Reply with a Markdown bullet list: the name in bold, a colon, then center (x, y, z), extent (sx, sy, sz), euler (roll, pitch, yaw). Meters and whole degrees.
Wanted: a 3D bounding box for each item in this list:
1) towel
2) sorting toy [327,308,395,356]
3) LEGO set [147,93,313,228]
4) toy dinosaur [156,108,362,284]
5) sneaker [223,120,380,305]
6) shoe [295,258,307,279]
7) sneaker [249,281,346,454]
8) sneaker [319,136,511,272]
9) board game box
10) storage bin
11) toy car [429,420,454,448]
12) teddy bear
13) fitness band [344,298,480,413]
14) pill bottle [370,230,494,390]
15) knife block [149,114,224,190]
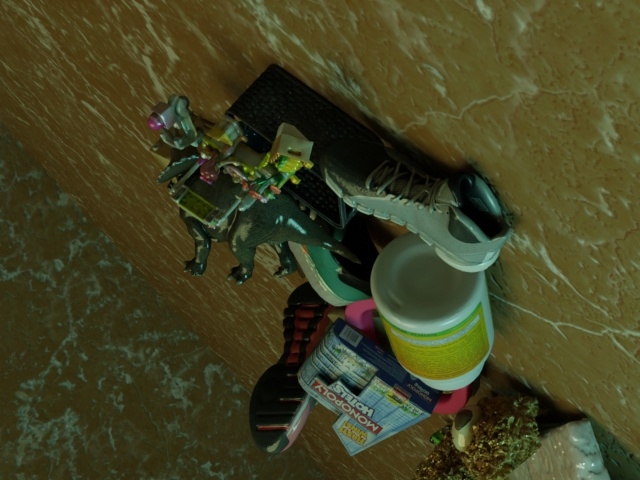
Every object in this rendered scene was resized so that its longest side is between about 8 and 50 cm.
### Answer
- **towel**: center (0.373, 0.433, 1.686), extent (0.317, 0.054, 0.331), euler (127, 127, -74)
- **sorting toy**: center (0.107, 0.146, 1.838), extent (0.275, 0.046, 0.132), euler (-1, 138, 48)
- **LEGO set**: center (-0.102, -0.075, 1.323), extent (0.287, 0.107, 0.132), euler (23, 157, 50)
- **toy dinosaur**: center (-0.101, -0.030, 1.466), extent (0.314, 0.121, 0.160), euler (26, 136, 25)
- **sneaker**: center (-0.010, -0.048, 1.544), extent (0.302, 0.108, 0.121), euler (51, 144, -12)
- **shoe**: center (0.000, 0.000, 1.732), extent (0.219, 0.058, 0.076), euler (114, 138, -70)
- **sneaker**: center (-0.013, 0.228, 1.962), extent (0.116, 0.313, 0.136), euler (0, 150, 41)
- **sneaker**: center (0.110, -0.061, 1.238), extent (0.229, 0.086, 0.132), euler (31, 160, 1)
- **board game box**: center (0.056, 0.240, 1.764), extent (0.194, 0.060, 0.194), euler (35, 134, 2)
- **storage bin**: center (-0.017, -0.112, 1.381), extent (0.180, 0.084, 0.122), euler (36, 164, 17)
- **toy car**: center (0.231, 0.351, 2.133), extent (0.239, 0.053, 0.225), euler (32, 163, 34)
- **teddy bear**: center (0.213, 0.326, 1.751), extent (0.113, 0.245, 0.338), euler (50, 169, 9)
- **fitness band**: center (0.137, 0.164, 1.726), extent (0.209, 0.054, 0.290), euler (22, 150, 21)
- **pill bottle**: center (0.148, 0.099, 1.457), extent (0.136, 0.136, 0.245), euler (34, 163, 27)
- **knife block**: center (-0.145, -0.077, 1.799), extent (0.276, 0.088, 0.242), euler (26, 159, 46)
